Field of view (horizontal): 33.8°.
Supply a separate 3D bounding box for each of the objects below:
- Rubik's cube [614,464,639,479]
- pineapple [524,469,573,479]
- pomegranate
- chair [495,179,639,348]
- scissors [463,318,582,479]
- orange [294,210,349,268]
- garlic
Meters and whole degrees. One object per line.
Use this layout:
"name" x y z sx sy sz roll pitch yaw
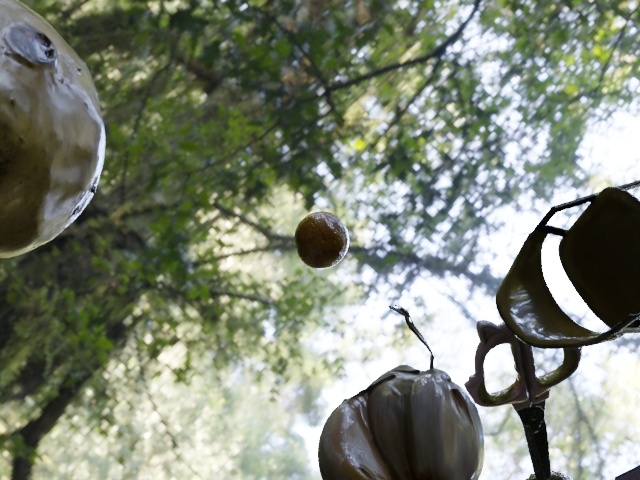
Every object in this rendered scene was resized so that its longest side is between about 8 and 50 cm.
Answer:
"Rubik's cube" 0.476 0.304 1.390 0.178 0.211 0.191 2 -64 29
"pineapple" 0.358 0.413 1.609 0.108 0.108 0.198 25 -14 25
"pomegranate" -0.350 -0.117 1.034 0.281 0.281 0.281 26 -40 24
"chair" 0.341 0.033 1.223 0.172 0.246 0.159 -53 -123 37
"scissors" 0.265 0.204 1.338 0.024 0.160 0.318 -117 -171 -53
"orange" 0.000 0.000 1.421 0.085 0.085 0.085 26 -40 24
"garlic" 0.112 0.209 1.155 0.207 0.207 0.257 25 -50 24
